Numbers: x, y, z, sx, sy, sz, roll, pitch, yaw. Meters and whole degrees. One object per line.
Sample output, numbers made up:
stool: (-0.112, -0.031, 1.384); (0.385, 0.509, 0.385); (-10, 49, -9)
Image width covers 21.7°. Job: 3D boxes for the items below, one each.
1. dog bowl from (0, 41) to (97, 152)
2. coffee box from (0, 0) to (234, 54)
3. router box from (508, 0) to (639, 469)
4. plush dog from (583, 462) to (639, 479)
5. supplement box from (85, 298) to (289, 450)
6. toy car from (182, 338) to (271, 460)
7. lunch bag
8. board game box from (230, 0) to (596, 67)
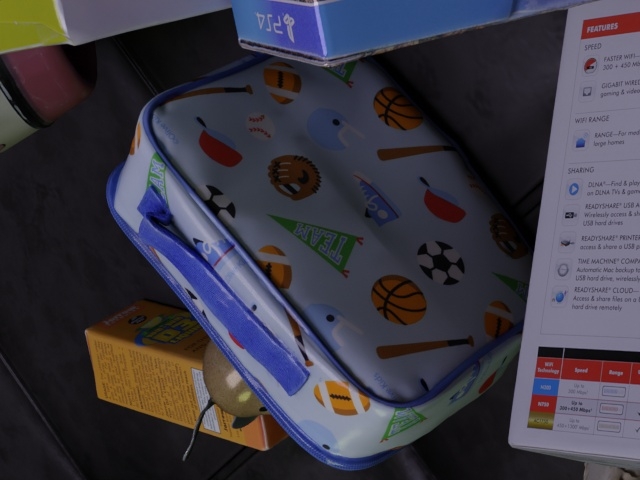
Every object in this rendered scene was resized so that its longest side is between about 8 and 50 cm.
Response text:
dog bowl: (-0.293, -0.251, 1.271); (0.408, 0.150, 0.408); (-16, -90, -88)
coffee box: (-0.109, -0.298, 0.973); (0.338, 0.334, 0.337); (5, 110, 58)
router box: (0.266, -0.020, 0.876); (0.335, 0.082, 0.301); (0, 78, 49)
plush dog: (0.279, 0.229, 1.048); (0.225, 0.210, 0.262); (25, 162, -5)
supplement box: (-0.109, 0.117, 1.498); (0.233, 0.078, 0.080); (8, 118, 44)
toy car: (-0.034, 0.105, 1.306); (0.149, 0.155, 0.188); (48, 120, 15)
lunch bag: (0.000, 0.000, 1.176); (0.303, 0.243, 0.115); (48, 139, 14)
board game box: (0.061, -0.249, 0.765); (0.141, 0.232, 0.291); (-151, 49, -69)
